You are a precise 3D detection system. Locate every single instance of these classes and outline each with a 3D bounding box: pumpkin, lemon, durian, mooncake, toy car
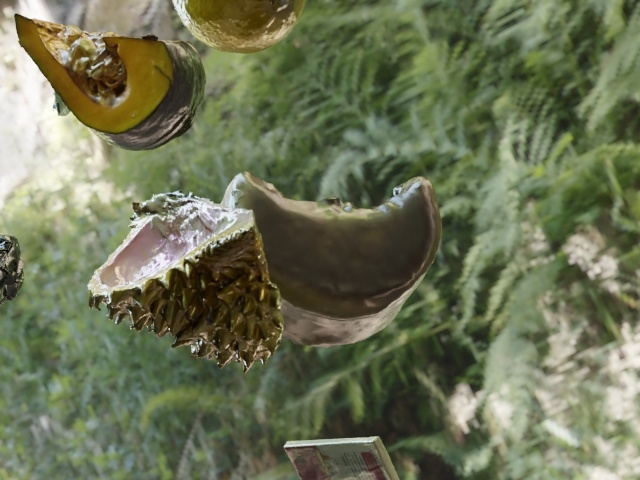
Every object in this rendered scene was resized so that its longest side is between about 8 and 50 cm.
[{"bbox_3d":[-0.293,-0.267,1.772,0.190,0.280,0.139,-37,-6,16],"label":"pumpkin"},{"bbox_3d":[-0.165,-0.513,2.481,0.293,0.293,0.293,-25,-8,-4],"label":"lemon"},{"bbox_3d":[-0.137,0.068,1.436,0.305,0.195,0.185,0,39,47],"label":"durian"},{"bbox_3d":[0.000,0.000,2.280,0.393,0.394,0.246,-46,-10,-32],"label":"mooncake"},{"bbox_3d":[-0.454,-0.299,2.167,0.058,0.186,0.093,-5,-36,-9],"label":"toy car"}]

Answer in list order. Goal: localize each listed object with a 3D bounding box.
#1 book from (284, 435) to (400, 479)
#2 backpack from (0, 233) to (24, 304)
[{"bbox_3d":[0.050,0.438,2.265,0.232,0.162,0.022,-12,21,42],"label":"book"},{"bbox_3d":[-0.615,0.061,2.064,0.206,0.133,0.258,12,29,3],"label":"backpack"}]
